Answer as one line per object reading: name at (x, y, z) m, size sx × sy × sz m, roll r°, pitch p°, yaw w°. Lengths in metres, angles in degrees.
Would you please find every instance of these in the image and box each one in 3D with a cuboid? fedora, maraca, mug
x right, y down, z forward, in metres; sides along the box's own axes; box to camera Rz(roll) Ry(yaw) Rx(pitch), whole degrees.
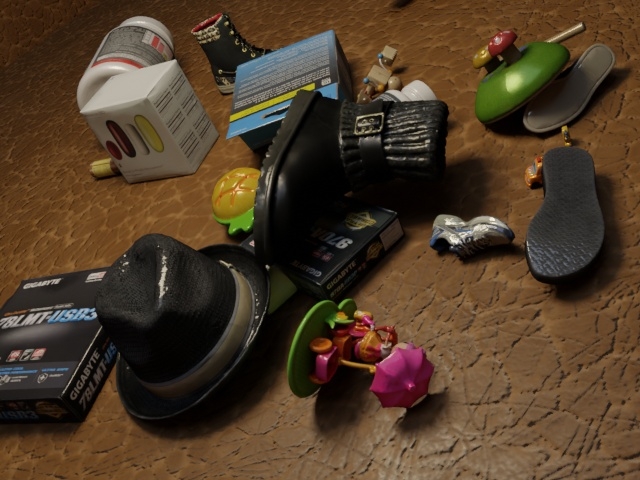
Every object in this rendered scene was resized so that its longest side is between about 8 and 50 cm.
fedora at (-0.233, 0.096, 1.103) m, size 0.334 × 0.152 × 0.334 m, roll -28°, pitch 37°, yaw 23°
maraca at (-0.134, -0.069, 1.330) m, size 0.127 × 0.099 × 0.186 m, roll -39°, pitch 33°, yaw 1°
mug at (-0.080, 0.083, 1.154) m, size 0.062 × 0.078 × 0.064 m, roll 38°, pitch 75°, yaw 6°

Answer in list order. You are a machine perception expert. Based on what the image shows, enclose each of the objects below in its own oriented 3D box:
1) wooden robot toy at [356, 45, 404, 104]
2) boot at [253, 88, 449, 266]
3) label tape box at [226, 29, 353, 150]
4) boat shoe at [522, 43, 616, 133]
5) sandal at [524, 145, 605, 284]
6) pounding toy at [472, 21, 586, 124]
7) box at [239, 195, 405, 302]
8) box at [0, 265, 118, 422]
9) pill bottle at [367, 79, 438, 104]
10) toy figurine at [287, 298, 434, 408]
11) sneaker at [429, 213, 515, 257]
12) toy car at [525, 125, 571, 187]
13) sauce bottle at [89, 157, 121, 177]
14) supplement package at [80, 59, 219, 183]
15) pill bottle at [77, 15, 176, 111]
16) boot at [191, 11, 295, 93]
wooden robot toy at (0.135, -0.321, 1.523) m, size 0.079 × 0.076 × 0.173 m, roll 23°, pitch 51°, yaw 6°
boot at (0.053, -0.098, 1.134) m, size 0.260 × 0.131 × 0.348 m, roll 11°, pitch 59°, yaw 12°
label tape box at (-0.059, -0.295, 1.561) m, size 0.240 × 0.106 × 0.334 m, roll -18°, pitch 37°, yaw 13°
boat shoe at (0.410, -0.243, 1.242) m, size 0.206 × 0.075 × 0.065 m, roll -44°, pitch -5°, yaw -12°
sandal at (0.338, -0.031, 1.013) m, size 0.097 × 0.055 × 0.255 m, roll 9°, pitch 46°, yaw 18°
pounding toy at (0.326, -0.312, 1.268) m, size 0.183 × 0.110 × 0.237 m, roll -28°, pitch 18°, yaw 49°
box at (0.000, 0.000, 1.196) m, size 0.175 × 0.051 × 0.220 m, roll -42°, pitch 38°, yaw -21°
box at (-0.468, 0.174, 1.279) m, size 0.295 × 0.073 × 0.293 m, roll -7°, pitch 41°, yaw 26°
pill bottle at (0.121, -0.204, 1.325) m, size 0.180 × 0.108 × 0.108 m, roll -36°, pitch 36°, yaw -11°
toy figurine at (0.070, 0.150, 0.942) m, size 0.159 × 0.130 × 0.173 m, roll 15°, pitch 27°, yaw 27°
sneaker at (0.215, 0.001, 1.065) m, size 0.135 × 0.052 × 0.058 m, roll 2°, pitch 54°, yaw 46°
toy car at (0.348, -0.134, 1.143) m, size 0.060 × 0.041 × 0.122 m, roll -3°, pitch 42°, yaw 31°
sauce bottle at (-0.487, -0.175, 1.754) m, size 0.128 × 0.042 × 0.042 m, roll -5°, pitch 41°, yaw 27°
supplement package at (-0.372, -0.257, 1.640) m, size 0.194 × 0.203 × 0.149 m, roll -6°, pitch 40°, yaw 29°
pill bottle at (-0.489, -0.437, 1.938) m, size 0.210 × 0.210 × 0.363 m, roll -18°, pitch 36°, yaw 14°
boot at (-0.179, -0.469, 1.796) m, size 0.236 × 0.179 × 0.085 m, roll -17°, pitch 36°, yaw 17°
